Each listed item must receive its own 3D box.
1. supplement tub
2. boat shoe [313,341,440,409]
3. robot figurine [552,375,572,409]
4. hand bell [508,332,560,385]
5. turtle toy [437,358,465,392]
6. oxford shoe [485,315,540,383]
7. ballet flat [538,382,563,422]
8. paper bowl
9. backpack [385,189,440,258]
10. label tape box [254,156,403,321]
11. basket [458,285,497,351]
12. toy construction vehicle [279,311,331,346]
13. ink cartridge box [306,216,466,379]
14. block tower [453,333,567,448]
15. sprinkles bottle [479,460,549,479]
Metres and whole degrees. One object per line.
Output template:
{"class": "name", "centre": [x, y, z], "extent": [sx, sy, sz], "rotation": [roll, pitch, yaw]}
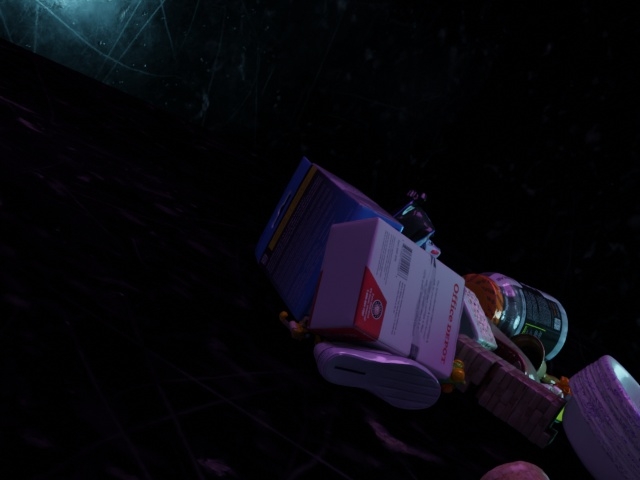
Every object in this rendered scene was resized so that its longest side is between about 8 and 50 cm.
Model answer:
{"class": "supplement tub", "centre": [0.487, 0.204, 2.149], "extent": [0.338, 0.207, 0.207], "rotation": [21, 12, -43]}
{"class": "boat shoe", "centre": [0.093, 0.208, 1.326], "extent": [0.226, 0.083, 0.076], "rotation": [24, 12, -24]}
{"class": "robot figurine", "centre": [0.662, 0.428, 1.852], "extent": [0.211, 0.085, 0.291], "rotation": [21, 12, -41]}
{"class": "hand bell", "centre": [0.554, 0.340, 2.048], "extent": [0.242, 0.126, 0.126], "rotation": [39, 1, -40]}
{"class": "turtle toy", "centre": [0.218, 0.245, 1.554], "extent": [0.130, 0.066, 0.095], "rotation": [30, 9, 6]}
{"class": "oxford shoe", "centre": [0.382, 0.247, 1.930], "extent": [0.130, 0.123, 0.348], "rotation": [30, 16, -43]}
{"class": "ballet flat", "centre": [0.487, 0.349, 1.772], "extent": [0.231, 0.077, 0.077], "rotation": [19, 13, -48]}
{"class": "paper bowl", "centre": [0.568, 0.370, 1.531], "extent": [0.284, 0.148, 0.284], "rotation": [43, 20, -19]}
{"class": "backpack", "centre": [0.178, 0.014, 2.121], "extent": [0.213, 0.276, 0.263], "rotation": [59, 0, -5]}
{"class": "label tape box", "centre": [0.000, 0.000, 1.640], "extent": [0.115, 0.249, 0.348], "rotation": [25, 10, -25]}
{"class": "basket", "centre": [0.310, 0.189, 1.827], "extent": [0.103, 0.113, 0.167], "rotation": [24, 38, -45]}
{"class": "toy construction vehicle", "centre": [-0.021, 0.163, 1.402], "extent": [0.098, 0.035, 0.086], "rotation": [26, 18, -26]}
{"class": "ink cartridge box", "centre": [0.124, 0.109, 1.419], "extent": [0.114, 0.197, 0.273], "rotation": [-8, -31, 43]}
{"class": "block tower", "centre": [0.338, 0.279, 1.653], "extent": [0.335, 0.097, 0.091], "rotation": [35, 12, 25]}
{"class": "sprinkles bottle", "centre": [0.285, 0.381, 0.860], "extent": [0.121, 0.121, 0.355], "rotation": [25, 10, -26]}
